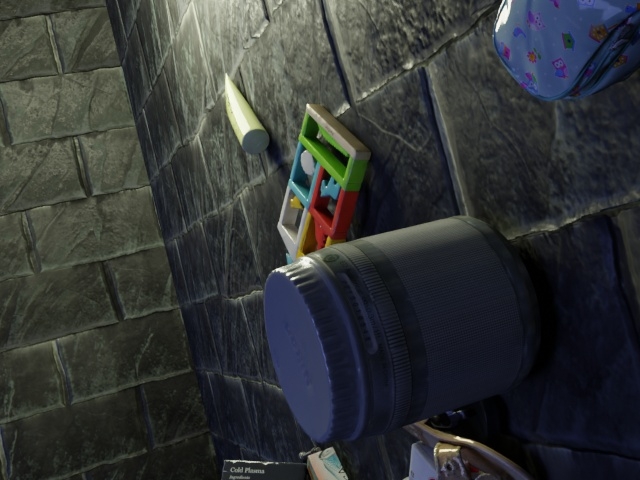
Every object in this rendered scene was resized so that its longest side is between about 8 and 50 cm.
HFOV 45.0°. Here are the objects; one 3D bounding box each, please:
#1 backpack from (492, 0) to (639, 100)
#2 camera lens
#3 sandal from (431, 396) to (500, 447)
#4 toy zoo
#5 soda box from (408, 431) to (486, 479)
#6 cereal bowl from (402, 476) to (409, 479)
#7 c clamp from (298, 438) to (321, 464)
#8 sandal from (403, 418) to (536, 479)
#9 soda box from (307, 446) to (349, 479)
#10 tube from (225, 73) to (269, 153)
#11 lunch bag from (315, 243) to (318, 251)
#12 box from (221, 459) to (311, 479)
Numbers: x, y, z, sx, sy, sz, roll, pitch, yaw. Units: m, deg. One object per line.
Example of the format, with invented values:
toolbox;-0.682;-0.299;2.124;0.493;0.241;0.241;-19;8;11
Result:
backpack;0.222;-0.199;0.622;0.182;0.115;0.152;110;139;-59
camera lens;0.096;0.098;0.897;0.219;0.274;0.219;167;90;-69
sandal;0.171;0.234;1.097;0.254;0.054;0.097;-171;69;-68
toy zoo;-0.006;-0.060;1.317;0.192;0.030;0.293;51;134;49
soda box;0.208;0.357;1.041;0.216;0.069;0.074;43;141;49
cereal bowl;0.171;0.527;1.159;0.339;0.141;0.339;167;90;-70
c clamp;-0.018;0.518;1.809;0.137;0.022;0.160;64;155;19
sandal;0.169;0.298;1.015;0.240;0.079;0.088;23;154;45
soda box;0.033;0.532;1.618;0.058;0.063;0.183;97;151;-46
tube;-0.175;-0.271;1.683;0.070;0.062;0.240;-47;40;16
lunch bag;0.000;0.000;1.400;0.083;0.053;0.071;-124;32;-56
box;-0.107;0.669;1.597;0.343;0.179;0.312;81;-169;-52
